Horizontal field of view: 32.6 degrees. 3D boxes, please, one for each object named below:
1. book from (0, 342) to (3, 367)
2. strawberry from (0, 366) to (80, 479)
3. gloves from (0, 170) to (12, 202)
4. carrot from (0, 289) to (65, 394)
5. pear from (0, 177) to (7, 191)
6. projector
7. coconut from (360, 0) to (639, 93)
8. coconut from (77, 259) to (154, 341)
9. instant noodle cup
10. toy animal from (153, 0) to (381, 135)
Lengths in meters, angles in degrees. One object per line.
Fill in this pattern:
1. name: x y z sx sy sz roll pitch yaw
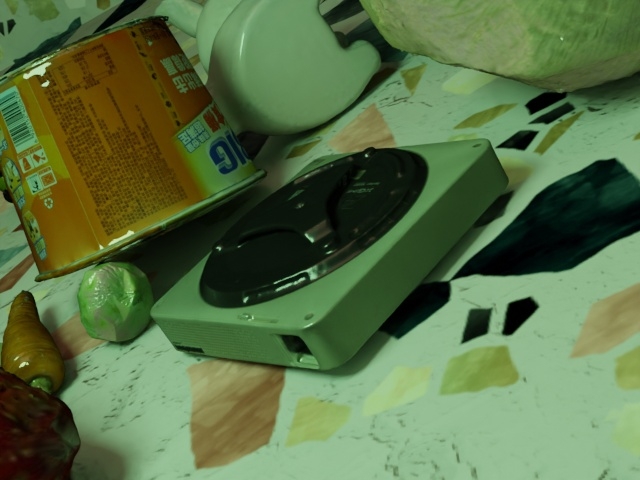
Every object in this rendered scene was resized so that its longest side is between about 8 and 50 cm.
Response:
1. book: -0.357 0.144 1.210 0.111 0.014 0.077 0 38 43
2. strawberry: -0.380 0.172 0.862 0.310 0.292 0.292 -42 20 18
3. gloves: -0.399 -0.100 1.536 0.106 0.181 0.129 -33 24 -2
4. carrot: -0.313 0.099 1.169 0.061 0.061 0.257 -33 29 -4
5. pear: -0.437 -0.157 1.701 0.219 0.187 0.187 -10 32 38
6. projector: 0.000 0.000 0.978 0.259 0.079 0.257 -44 25 -30
7. coconut: 0.222 -0.324 0.973 0.404 0.404 0.404 -26 24 13
8. coconut: -0.209 0.060 1.112 0.081 0.082 0.083 -9 48 50
9. instant noodle cup: -0.230 -0.108 1.217 0.296 0.214 0.296 -24 7 3
10. toy animal: -0.099 -0.246 1.446 0.241 0.196 0.367 -37 26 -5
